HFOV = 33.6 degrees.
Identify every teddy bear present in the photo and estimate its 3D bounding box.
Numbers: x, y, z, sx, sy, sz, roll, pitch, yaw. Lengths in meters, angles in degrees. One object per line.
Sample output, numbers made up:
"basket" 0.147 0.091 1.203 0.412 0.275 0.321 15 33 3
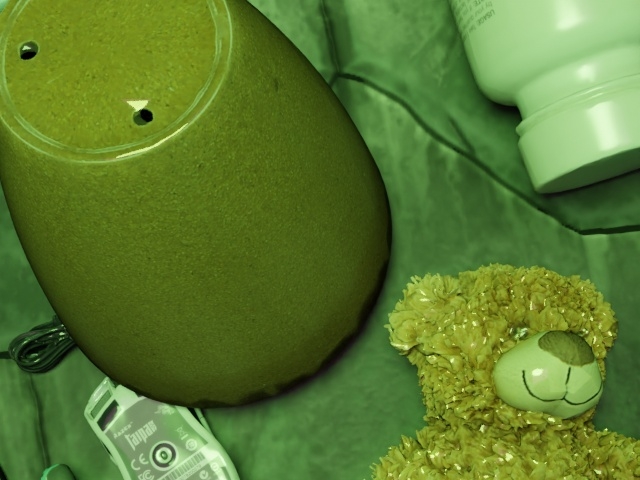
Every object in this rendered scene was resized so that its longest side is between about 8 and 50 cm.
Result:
"teddy bear" 0.124 0.181 0.646 0.245 0.113 0.338 19 84 5

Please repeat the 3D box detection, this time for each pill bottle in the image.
"pill bottle" 0.151 -0.154 0.678 0.131 0.131 0.229 -17 81 3

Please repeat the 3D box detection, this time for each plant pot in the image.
"plant pot" -0.085 -0.047 0.602 0.237 0.254 0.237 -2 69 6

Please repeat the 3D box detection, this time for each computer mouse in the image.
"computer mouse" -0.120 0.120 0.712 0.106 0.042 0.193 -34 75 -5

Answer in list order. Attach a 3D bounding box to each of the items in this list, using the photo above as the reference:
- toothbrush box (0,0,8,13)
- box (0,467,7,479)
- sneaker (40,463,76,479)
"toothbrush box" -0.243 -0.228 0.727 0.295 0.126 0.216 -25 81 0
"box" -0.280 0.239 0.708 0.190 0.045 0.184 -33 78 1
"sneaker" -0.122 0.211 0.697 0.076 0.065 0.166 -33 84 -17
